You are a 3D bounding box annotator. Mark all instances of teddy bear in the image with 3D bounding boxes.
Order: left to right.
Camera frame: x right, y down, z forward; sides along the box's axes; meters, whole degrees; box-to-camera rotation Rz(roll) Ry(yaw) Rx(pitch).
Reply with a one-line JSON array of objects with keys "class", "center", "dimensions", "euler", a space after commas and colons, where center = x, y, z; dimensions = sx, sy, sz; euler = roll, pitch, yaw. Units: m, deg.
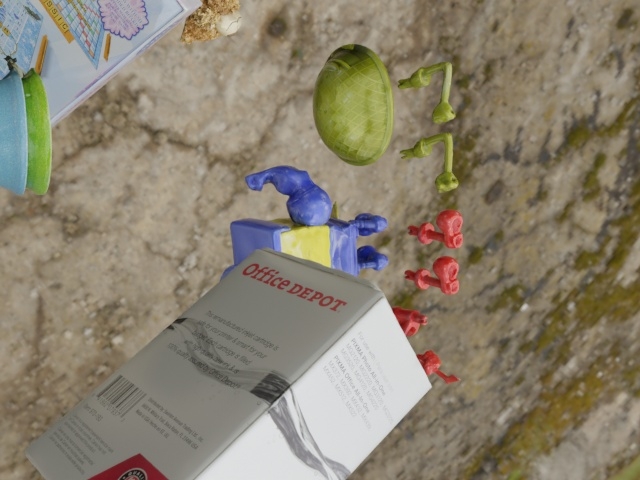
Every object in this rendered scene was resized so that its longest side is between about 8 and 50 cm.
[{"class": "teddy bear", "center": [-0.185, -0.523, 1.724], "dimensions": [0.113, 0.245, 0.338], "euler": [17, 126, -11]}]

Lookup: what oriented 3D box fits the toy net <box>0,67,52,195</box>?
[{"class": "toy net", "center": [-0.170, -0.141, 0.453], "dimensions": [0.045, 0.122, 0.232], "euler": [-3, 126, -25]}]

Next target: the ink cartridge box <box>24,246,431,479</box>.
[{"class": "ink cartridge box", "center": [-0.041, 0.080, 0.390], "dimensions": [0.150, 0.109, 0.063], "euler": [-42, 120, -21]}]

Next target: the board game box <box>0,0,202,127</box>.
[{"class": "board game box", "center": [-0.359, -0.313, 1.026], "dimensions": [0.318, 0.319, 0.066], "euler": [-32, -168, 21]}]

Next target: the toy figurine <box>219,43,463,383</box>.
[{"class": "toy figurine", "center": [0.000, 0.000, 0.858], "dimensions": [0.217, 0.191, 0.363], "euler": [-16, 112, -38]}]
